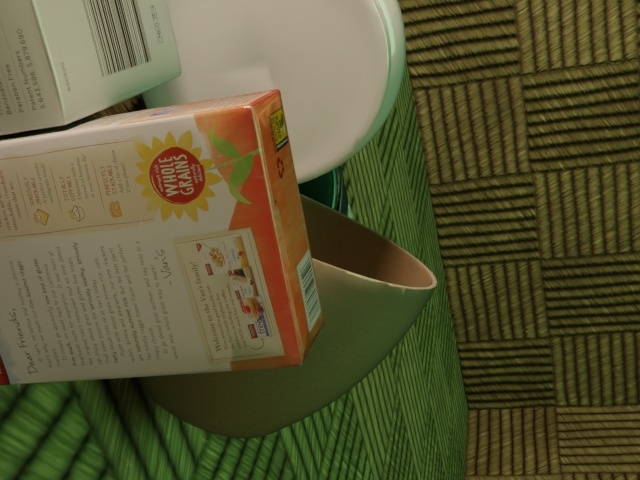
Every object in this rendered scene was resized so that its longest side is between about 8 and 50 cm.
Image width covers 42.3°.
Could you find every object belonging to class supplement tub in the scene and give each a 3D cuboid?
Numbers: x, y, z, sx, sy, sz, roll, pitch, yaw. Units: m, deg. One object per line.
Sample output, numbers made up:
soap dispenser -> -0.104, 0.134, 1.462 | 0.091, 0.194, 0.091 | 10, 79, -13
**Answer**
supplement tub -> -0.041, -0.187, 0.791 | 0.325, 0.235, 0.235 | -85, 165, -71

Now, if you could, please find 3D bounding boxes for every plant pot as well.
plant pot -> -0.064, 0.061, 0.736 | 0.191, 0.284, 0.284 | -66, 168, 10

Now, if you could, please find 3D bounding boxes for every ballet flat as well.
ballet flat -> 0.000, 0.000, 0.902 | 0.074, 0.074, 0.203 | 37, 55, -69

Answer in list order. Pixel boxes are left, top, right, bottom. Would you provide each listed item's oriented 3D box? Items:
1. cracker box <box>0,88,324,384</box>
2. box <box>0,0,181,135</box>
cracker box -> -0.127, 0.003, 0.515 | 0.067, 0.232, 0.155 | -56, 139, -68
box -> -0.195, -0.172, 0.541 | 0.181, 0.119, 0.182 | -57, 138, -66
